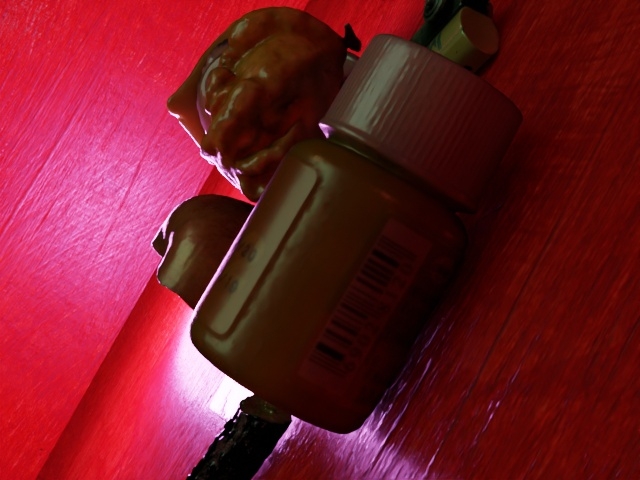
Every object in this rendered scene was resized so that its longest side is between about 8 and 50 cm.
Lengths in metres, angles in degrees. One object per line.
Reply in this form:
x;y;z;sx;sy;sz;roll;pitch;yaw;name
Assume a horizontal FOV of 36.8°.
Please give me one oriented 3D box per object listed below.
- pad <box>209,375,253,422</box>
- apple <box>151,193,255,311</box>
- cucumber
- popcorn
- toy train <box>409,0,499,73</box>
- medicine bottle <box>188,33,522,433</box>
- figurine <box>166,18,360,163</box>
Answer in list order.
-0.126;0.223;1.578;0.156;0.004;0.232;-63;15;-8;pad
-0.119;0.030;1.477;0.163;0.251;0.293;-53;22;8;apple
-0.143;0.329;1.296;0.303;0.072;0.081;-55;18;20;cucumber
-0.062;-0.181;1.516;0.281;0.297;0.316;-11;56;26;popcorn
0.161;-0.249;1.374;0.253;0.105;0.157;-44;36;46;toy train
0.041;-0.009;1.033;0.384;0.224;0.224;-60;15;2;medicine bottle
-0.031;-0.215;1.765;0.377;0.361;0.266;23;85;41;figurine
